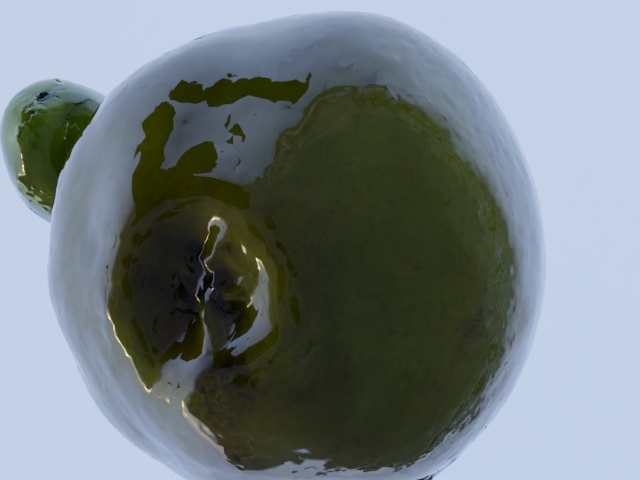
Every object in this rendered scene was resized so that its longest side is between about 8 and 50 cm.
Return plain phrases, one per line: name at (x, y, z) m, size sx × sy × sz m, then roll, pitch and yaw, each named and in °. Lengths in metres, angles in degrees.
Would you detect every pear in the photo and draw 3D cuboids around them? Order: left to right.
pear at (0.000, 0.000, 1.133) m, size 0.287 × 0.375 × 0.287 m, roll 7°, pitch -71°, yaw 20°

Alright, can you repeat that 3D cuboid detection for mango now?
mango at (-0.145, -0.045, 1.240) m, size 0.165 × 0.074 × 0.091 m, roll 41°, pitch -108°, yaw -52°
